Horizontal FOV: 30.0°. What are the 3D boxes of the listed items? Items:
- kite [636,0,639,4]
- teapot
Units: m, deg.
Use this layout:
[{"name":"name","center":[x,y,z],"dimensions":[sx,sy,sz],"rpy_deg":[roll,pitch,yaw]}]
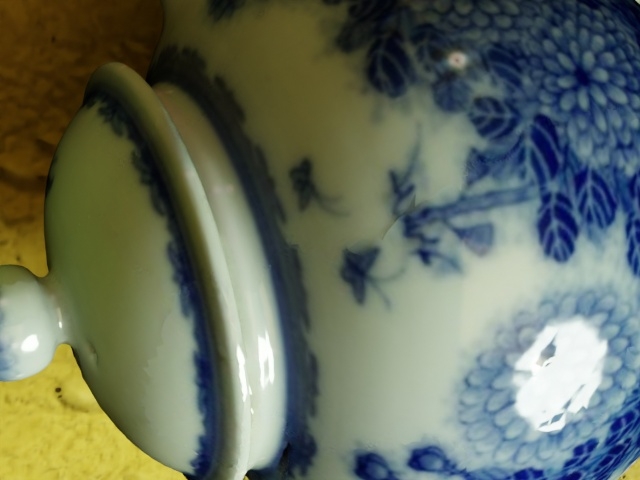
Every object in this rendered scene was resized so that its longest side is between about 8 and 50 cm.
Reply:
[{"name":"kite","center":[0.230,-0.180,0.622],"dimensions":[0.250,0.012,0.229],"rpy_deg":[-39,130,-4]},{"name":"teapot","center":[0.000,0.000,0.455],"dimensions":[0.280,0.252,0.424],"rpy_deg":[-14,89,-23]}]
